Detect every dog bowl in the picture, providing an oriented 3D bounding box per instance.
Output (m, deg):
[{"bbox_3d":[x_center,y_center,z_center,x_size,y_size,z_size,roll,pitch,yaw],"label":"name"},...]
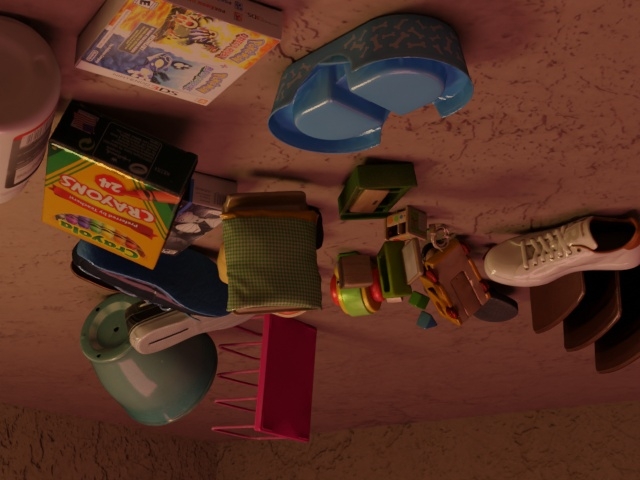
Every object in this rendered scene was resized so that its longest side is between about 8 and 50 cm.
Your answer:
[{"bbox_3d":[0.060,-0.198,1.259,0.166,0.074,0.297,19,154,-39],"label":"dog bowl"}]

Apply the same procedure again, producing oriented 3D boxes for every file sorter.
[{"bbox_3d":[-0.147,0.346,2.457,0.182,0.291,0.202,-9,158,34],"label":"file sorter"}]

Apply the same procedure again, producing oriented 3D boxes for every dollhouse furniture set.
[{"bbox_3d":[0.000,0.000,1.562,0.301,0.198,0.151,-3,163,-15],"label":"dollhouse furniture set"}]

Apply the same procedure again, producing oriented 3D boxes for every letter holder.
[{"bbox_3d":[0.537,0.141,1.949,0.152,0.214,0.302,3,160,-5],"label":"letter holder"}]

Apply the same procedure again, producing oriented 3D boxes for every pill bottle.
[{"bbox_3d":[-0.434,-0.157,1.277,0.161,0.161,0.283,9,159,-19],"label":"pill bottle"}]

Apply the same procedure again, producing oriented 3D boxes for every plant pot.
[{"bbox_3d":[-0.423,0.260,2.312,0.271,0.272,0.255,-8,143,25],"label":"plant pot"}]

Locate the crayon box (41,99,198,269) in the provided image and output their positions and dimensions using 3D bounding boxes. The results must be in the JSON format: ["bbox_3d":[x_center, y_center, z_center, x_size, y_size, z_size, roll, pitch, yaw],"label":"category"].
[{"bbox_3d":[-0.319,-0.064,1.517,0.202,0.081,0.318,23,151,-6],"label":"crayon box"}]

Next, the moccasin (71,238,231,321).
[{"bbox_3d":[-0.328,0.060,1.954,0.342,0.138,0.117,29,154,-25],"label":"moccasin"}]

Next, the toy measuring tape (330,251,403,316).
[{"bbox_3d":[0.104,0.119,2.065,0.121,0.121,0.330,-7,158,22],"label":"toy measuring tape"}]

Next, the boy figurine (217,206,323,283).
[{"bbox_3d":[-0.102,0.016,1.833,0.177,0.092,0.285,12,158,-28],"label":"boy figurine"}]

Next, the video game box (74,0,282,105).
[{"bbox_3d":[-0.176,-0.243,1.192,0.187,0.048,0.205,11,158,-30],"label":"video game box"}]

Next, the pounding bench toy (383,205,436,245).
[{"bbox_3d":[0.160,-0.020,1.768,0.083,0.052,0.065,19,154,-40],"label":"pounding bench toy"}]

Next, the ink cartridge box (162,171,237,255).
[{"bbox_3d":[-0.291,-0.040,1.735,0.165,0.065,0.332,12,159,-27],"label":"ink cartridge box"}]

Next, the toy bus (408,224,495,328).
[{"bbox_3d":[0.242,0.064,1.910,0.191,0.202,0.104,6,-169,-33],"label":"toy bus"}]

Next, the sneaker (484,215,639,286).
[{"bbox_3d":[0.435,0.003,1.769,0.290,0.106,0.123,-11,149,10],"label":"sneaker"}]

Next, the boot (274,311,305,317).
[{"bbox_3d":[-0.099,0.132,2.203,0.158,0.059,0.084,1,155,5],"label":"boot"}]

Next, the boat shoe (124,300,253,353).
[{"bbox_3d":[-0.257,0.128,2.095,0.335,0.119,0.121,-17,148,-20],"label":"boat shoe"}]

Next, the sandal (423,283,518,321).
[{"bbox_3d":[0.338,0.113,2.142,0.254,0.054,0.097,26,143,-30],"label":"sandal"}]

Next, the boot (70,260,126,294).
[{"bbox_3d":[-0.434,0.083,2.052,0.219,0.082,0.106,14,154,-35],"label":"boot"}]
